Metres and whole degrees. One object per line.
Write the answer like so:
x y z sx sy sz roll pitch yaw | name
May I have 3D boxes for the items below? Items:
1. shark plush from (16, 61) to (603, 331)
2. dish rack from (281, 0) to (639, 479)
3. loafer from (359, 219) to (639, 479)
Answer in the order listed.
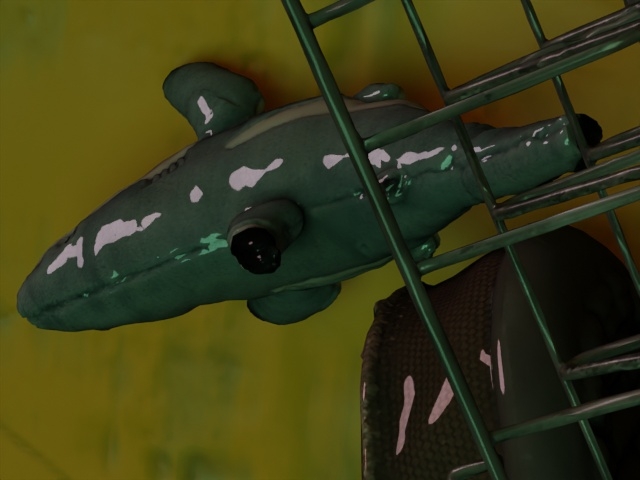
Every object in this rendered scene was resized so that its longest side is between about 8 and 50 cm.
0.000 0.000 0.454 0.161 0.067 0.073 3 112 40 | shark plush
0.075 -0.043 0.366 0.074 0.208 0.272 -19 98 39 | dish rack
0.021 0.172 0.482 0.130 0.134 0.366 7 108 17 | loafer
